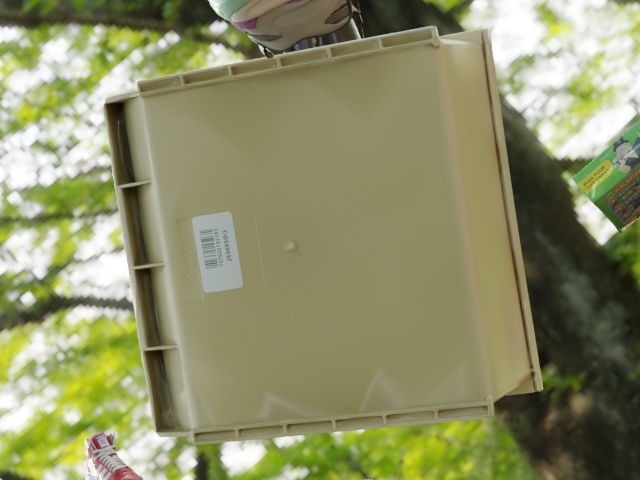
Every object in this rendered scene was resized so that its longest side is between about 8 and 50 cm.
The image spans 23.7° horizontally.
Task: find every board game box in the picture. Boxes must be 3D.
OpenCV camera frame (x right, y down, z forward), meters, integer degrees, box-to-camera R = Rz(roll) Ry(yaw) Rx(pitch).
[{"bbox_3d":[0.467,-0.145,1.903,0.317,0.046,0.213,-41,-22,9],"label":"board game box"}]

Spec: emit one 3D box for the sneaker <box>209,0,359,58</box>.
[{"bbox_3d":[0.005,-0.114,0.615,0.098,0.038,0.069,-39,-39,5],"label":"sneaker"}]

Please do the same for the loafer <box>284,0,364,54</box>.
[{"bbox_3d":[0.023,-0.141,1.310,0.078,0.220,0.080,-7,0,41],"label":"loafer"}]

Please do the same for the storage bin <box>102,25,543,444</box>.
[{"bbox_3d":[0.000,0.000,1.079,0.260,0.262,0.123,-8,3,21],"label":"storage bin"}]

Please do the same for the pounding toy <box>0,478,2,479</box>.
[{"bbox_3d":[-0.290,0.237,1.293,0.100,0.130,0.141,-55,-51,-24],"label":"pounding toy"}]

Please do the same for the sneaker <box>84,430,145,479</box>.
[{"bbox_3d":[-0.261,0.277,1.914,0.042,0.067,0.118,-8,7,-40],"label":"sneaker"}]
